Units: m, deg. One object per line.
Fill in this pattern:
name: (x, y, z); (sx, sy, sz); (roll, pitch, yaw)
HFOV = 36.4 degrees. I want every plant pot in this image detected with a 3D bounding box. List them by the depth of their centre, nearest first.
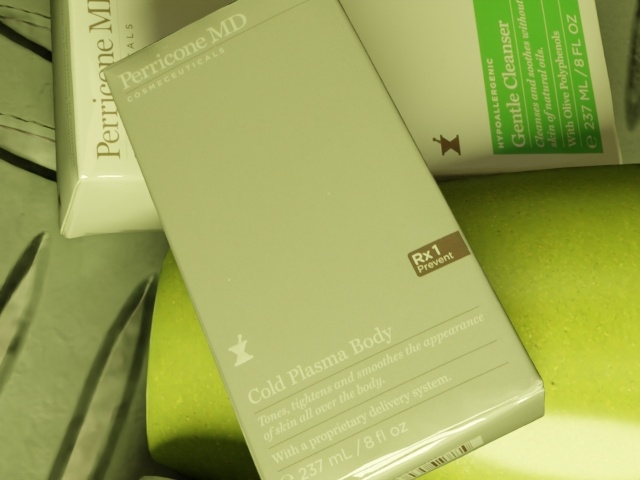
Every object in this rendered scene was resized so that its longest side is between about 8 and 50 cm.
plant pot: (0.049, 0.077, 0.606); (0.294, 0.275, 0.274); (5, 73, -1)

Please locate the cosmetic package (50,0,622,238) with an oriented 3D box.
cosmetic package: (0.002, -0.114, 0.685); (0.366, 0.155, 0.196); (-4, 79, -20)

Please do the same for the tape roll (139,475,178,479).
tape roll: (-0.017, 0.251, 0.524); (0.246, 0.246, 0.169); (27, 69, -9)

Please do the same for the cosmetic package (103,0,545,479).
cosmetic package: (0.000, 0.000, 0.472); (0.127, 0.107, 0.238); (-28, 70, 3)
